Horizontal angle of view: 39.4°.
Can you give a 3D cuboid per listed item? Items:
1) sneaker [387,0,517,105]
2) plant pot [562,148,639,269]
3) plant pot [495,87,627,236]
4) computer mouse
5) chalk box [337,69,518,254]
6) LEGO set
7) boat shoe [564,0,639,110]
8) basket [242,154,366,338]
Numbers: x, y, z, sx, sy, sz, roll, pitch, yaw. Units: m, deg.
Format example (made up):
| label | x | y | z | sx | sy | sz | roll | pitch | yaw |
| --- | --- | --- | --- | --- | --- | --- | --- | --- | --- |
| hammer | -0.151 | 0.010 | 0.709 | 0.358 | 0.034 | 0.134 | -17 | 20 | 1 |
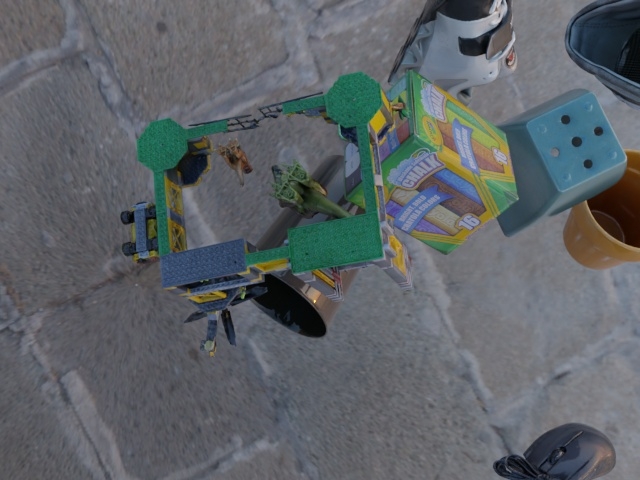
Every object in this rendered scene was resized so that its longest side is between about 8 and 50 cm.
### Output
| label | x | y | z | sx | sy | sz | roll | pitch | yaw |
| --- | --- | --- | --- | --- | --- | --- | --- | --- | --- |
| sneaker | 0.205 | -0.283 | 1.152 | 0.146 | 0.330 | 0.122 | 25 | 68 | -2 |
| plant pot | 0.546 | -0.036 | 1.664 | 0.205 | 0.188 | 0.205 | 3 | 66 | -8 |
| plant pot | 0.334 | -0.121 | 1.289 | 0.166 | 0.234 | 0.165 | -26 | 87 | -5 |
| computer mouse | 0.464 | 0.399 | 1.654 | 0.272 | 0.188 | 0.072 | -13 | 119 | -48 |
| chalk box | 0.113 | -0.104 | 1.085 | 0.213 | 0.132 | 0.132 | 28 | 41 | -26 |
| LEGO set | -0.035 | -0.032 | 1.008 | 0.331 | 0.192 | 0.255 | -19 | 71 | 11 |
| boat shoe | 0.290 | -0.117 | 0.602 | 0.119 | 0.335 | 0.121 | 10 | 94 | -24 |
| basket | 0.000 | 0.000 | 1.300 | 0.154 | 0.204 | 0.227 | 26 | 69 | 18 |
